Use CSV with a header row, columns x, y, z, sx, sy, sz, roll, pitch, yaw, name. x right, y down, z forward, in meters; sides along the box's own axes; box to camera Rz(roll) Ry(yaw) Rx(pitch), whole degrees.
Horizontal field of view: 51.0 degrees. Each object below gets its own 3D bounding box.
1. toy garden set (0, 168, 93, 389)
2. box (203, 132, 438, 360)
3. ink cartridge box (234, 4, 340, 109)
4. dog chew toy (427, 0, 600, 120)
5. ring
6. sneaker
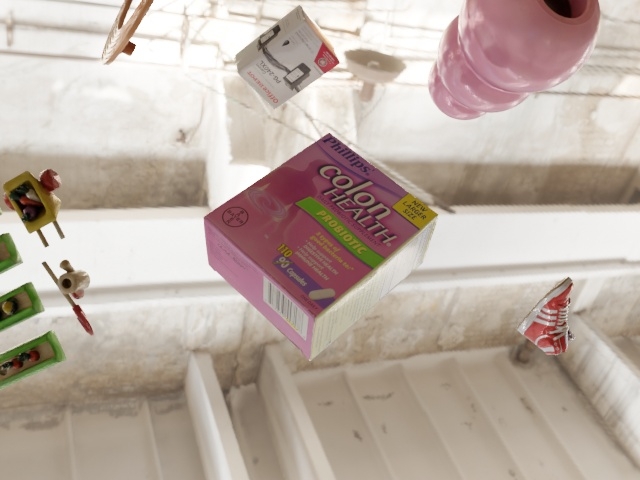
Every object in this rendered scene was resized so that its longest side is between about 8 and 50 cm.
x,y,z,sx,sy,sz,roll,pitch,yaw,name
-0.382,0.045,0.831,0.203,0.244,0.049,-24,180,13,toy garden set
0.000,0.000,0.936,0.243,0.117,0.213,-37,-116,-28,box
-0.060,-0.316,1.171,0.109,0.150,0.063,40,-154,-41,ink cartridge box
0.284,-0.301,1.075,0.206,0.332,0.207,5,-107,-17,dog chew toy
-0.245,-0.413,1.027,0.032,0.337,0.337,27,-154,-27,ring
0.307,0.101,0.862,0.042,0.118,0.067,-28,-117,-35,sneaker
